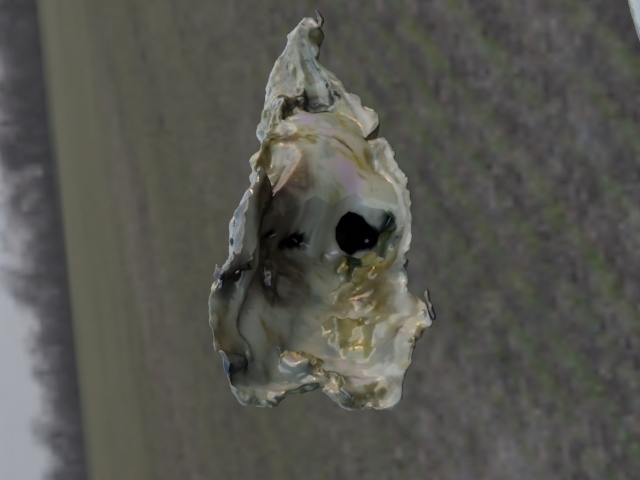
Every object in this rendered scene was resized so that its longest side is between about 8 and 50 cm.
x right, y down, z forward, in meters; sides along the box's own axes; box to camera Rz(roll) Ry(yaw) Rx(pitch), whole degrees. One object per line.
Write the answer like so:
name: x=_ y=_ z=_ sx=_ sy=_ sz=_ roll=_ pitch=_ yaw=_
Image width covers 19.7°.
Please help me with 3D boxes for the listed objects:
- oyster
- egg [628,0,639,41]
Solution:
oyster: x=0.001 y=-0.002 z=0.743 sx=0.061 sy=0.106 sz=0.200 roll=-62 pitch=1 yaw=41
egg: x=0.282 y=-0.185 z=1.173 sx=0.271 sy=0.162 sz=0.206 roll=-39 pitch=-45 yaw=-53
